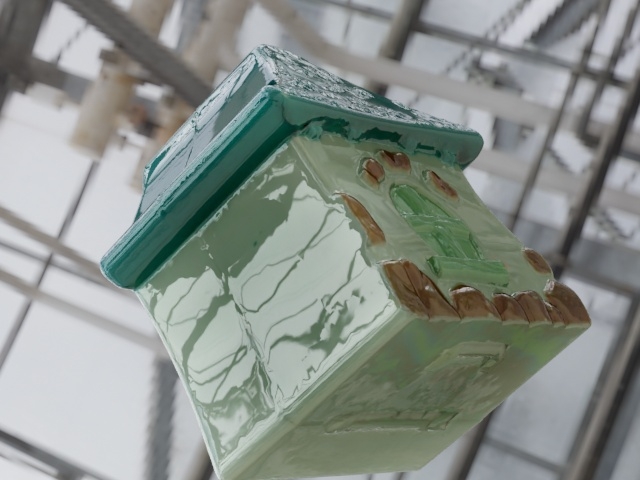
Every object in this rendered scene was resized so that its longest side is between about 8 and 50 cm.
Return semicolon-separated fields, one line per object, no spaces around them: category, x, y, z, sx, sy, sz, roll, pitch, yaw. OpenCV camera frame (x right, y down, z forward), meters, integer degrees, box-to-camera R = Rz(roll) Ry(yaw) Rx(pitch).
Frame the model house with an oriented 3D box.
model house;0.000;0.000;0.627;0.100;0.149;0.127;-46;-28;25
